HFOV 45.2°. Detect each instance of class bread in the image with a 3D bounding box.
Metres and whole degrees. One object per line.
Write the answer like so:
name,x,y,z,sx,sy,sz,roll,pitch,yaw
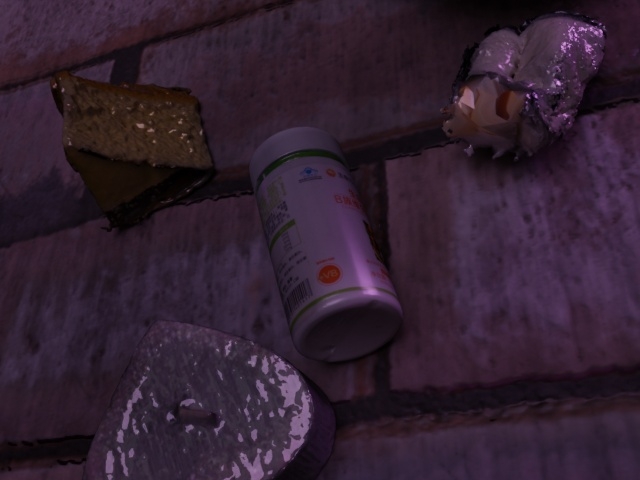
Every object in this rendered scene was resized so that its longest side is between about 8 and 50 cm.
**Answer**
bread,-0.189,-0.108,0.774,0.152,0.127,0.147,-19,51,-9

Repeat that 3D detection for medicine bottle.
medicine bottle,0.000,0.000,0.618,0.086,0.086,0.183,-24,52,9

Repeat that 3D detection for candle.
candle,-0.093,0.136,0.583,0.192,0.068,0.168,-27,55,4

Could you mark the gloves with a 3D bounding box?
gloves,0.169,-0.134,0.639,0.114,0.070,0.153,10,57,39
